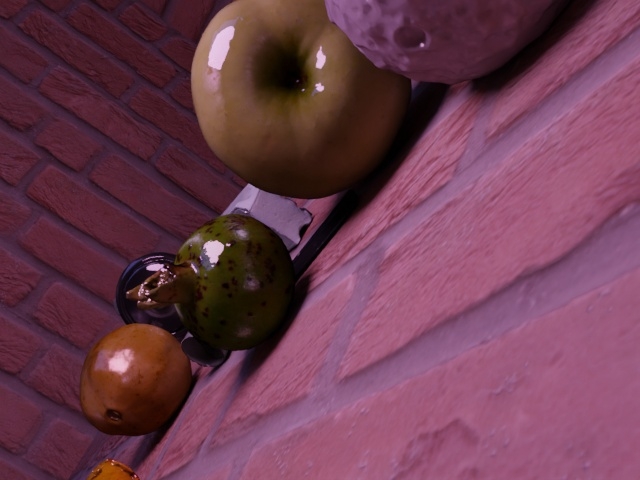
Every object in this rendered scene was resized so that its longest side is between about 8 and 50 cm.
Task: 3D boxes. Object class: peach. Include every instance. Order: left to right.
[{"bbox_3d":[-0.353,0.433,1.095,0.151,0.118,0.151,-12,73,44],"label":"peach"}]

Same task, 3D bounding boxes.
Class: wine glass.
[{"bbox_3d":[-0.191,0.131,1.341,0.103,0.103,0.231,-45,17,44],"label":"wine glass"}]

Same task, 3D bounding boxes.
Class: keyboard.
[{"bbox_3d":[0.000,0.000,1.138,0.195,0.018,0.060,-51,18,21],"label":"keyboard"}]

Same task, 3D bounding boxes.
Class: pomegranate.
[{"bbox_3d":[-0.376,0.286,1.393,0.233,0.233,0.233,-52,11,14],"label":"pomegranate"},{"bbox_3d":[-0.154,0.065,1.034,0.211,0.263,0.211,-8,80,49],"label":"pomegranate"}]

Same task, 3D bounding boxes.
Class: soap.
[{"bbox_3d":[-0.136,-0.020,1.441,0.261,0.150,0.094,-36,27,61],"label":"soap"}]

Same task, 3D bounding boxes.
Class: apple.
[{"bbox_3d":[-0.031,-0.233,1.105,0.357,0.357,0.357,-52,11,14],"label":"apple"}]

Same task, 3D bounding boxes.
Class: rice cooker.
[{"bbox_3d":[-0.478,0.164,2.097,0.316,0.265,0.316,-13,3,1],"label":"rice cooker"}]

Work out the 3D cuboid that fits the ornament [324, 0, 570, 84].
[{"bbox_3d":[0.145,-0.364,0.817,0.337,0.337,0.337,-52,11,14],"label":"ornament"}]
